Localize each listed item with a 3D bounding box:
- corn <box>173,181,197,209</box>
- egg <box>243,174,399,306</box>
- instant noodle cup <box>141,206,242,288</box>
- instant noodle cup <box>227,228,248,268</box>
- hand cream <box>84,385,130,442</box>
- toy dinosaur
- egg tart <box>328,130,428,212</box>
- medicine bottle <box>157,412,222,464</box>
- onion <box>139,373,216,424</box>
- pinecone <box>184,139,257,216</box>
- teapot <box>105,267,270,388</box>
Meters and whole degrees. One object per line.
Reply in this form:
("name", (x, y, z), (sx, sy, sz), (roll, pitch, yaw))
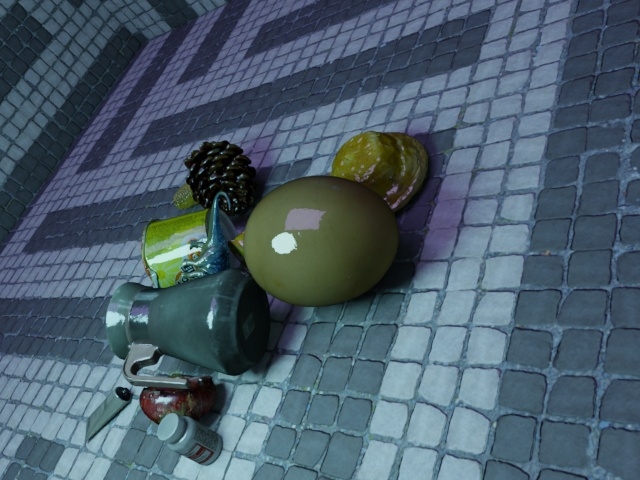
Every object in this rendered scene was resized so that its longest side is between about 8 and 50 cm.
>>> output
("corn", (-0.399, -0.204, 2.099), (0.292, 0.101, 0.101), (-36, 38, 13))
("egg", (0.000, 0.000, 1.370), (0.374, 0.301, 0.301), (-11, 48, 27))
("instant noodle cup", (-0.356, 0.030, 1.732), (0.200, 0.264, 0.264), (-20, 43, 16))
("instant noodle cup", (-0.133, -0.009, 1.633), (0.168, 0.168, 0.185), (14, 58, 48))
("hand cream", (-0.600, 0.476, 1.681), (0.186, 0.054, 0.087), (-44, 32, 11))
("toy dinosaur", (-0.286, 0.055, 1.572), (0.147, 0.362, 0.076), (-3, 9, 5))
("egg tart", (0.124, -0.183, 1.574), (0.319, 0.128, 0.319), (-25, 43, 26))
("medicine bottle", (-0.294, 0.444, 1.349), (0.079, 0.140, 0.079), (-24, 41, 24))
("onion", (-0.340, 0.395, 1.442), (0.184, 0.184, 0.147), (4, 95, 45))
("pinecone", (-0.311, -0.193, 1.919), (0.224, 0.224, 0.272), (-36, 55, 11))
("teapot", (-0.318, 0.214, 1.440), (0.344, 0.253, 0.300), (-3, 46, 18))
